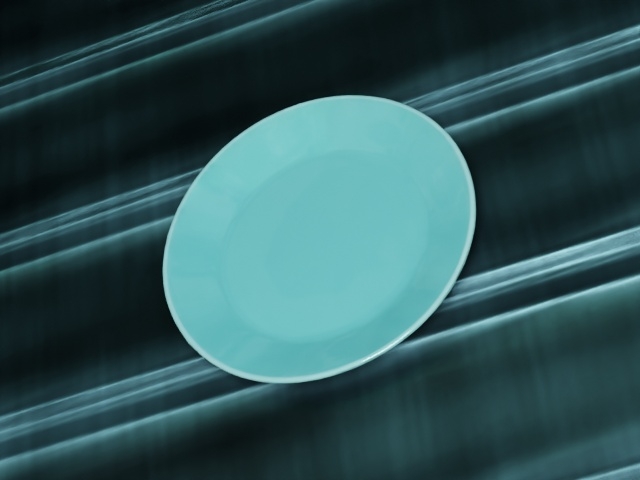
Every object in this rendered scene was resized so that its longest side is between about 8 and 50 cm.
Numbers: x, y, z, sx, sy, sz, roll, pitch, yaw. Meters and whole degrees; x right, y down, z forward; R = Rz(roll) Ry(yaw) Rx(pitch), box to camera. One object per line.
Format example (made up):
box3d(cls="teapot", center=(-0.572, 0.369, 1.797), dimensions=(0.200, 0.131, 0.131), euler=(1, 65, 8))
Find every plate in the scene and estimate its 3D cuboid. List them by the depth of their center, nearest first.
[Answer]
box3d(cls="plate", center=(0.000, 0.000, 0.899), dimensions=(0.188, 0.024, 0.188), euler=(-12, 55, 18))
